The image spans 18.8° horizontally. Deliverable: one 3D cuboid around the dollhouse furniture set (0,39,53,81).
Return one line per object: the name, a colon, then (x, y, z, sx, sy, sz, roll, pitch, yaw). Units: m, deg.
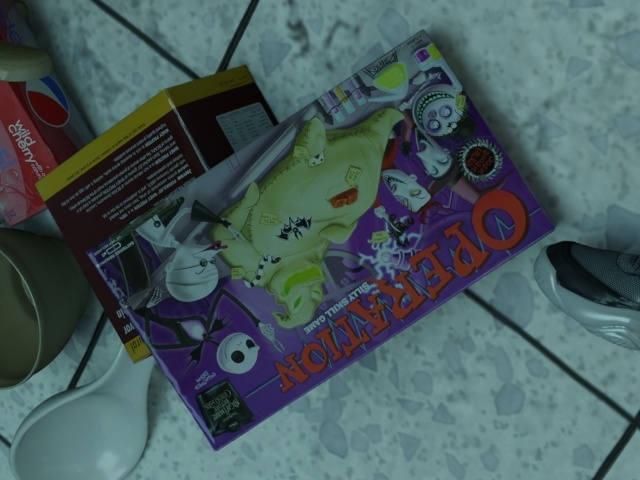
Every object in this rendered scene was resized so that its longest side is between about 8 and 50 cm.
dollhouse furniture set: (-0.227, -0.315, 1.601, 0.257, 0.394, 0.362, 14, 112, 29)

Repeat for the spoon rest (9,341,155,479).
spoon rest: (-0.218, 0.151, 1.912, 0.276, 0.137, 0.084, -66, 30, 24)

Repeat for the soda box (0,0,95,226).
soda box: (-0.317, -0.153, 1.868, 0.092, 0.083, 0.263, -25, 100, 28)

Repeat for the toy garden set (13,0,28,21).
toy garden set: (-0.377, -0.251, 1.929, 0.204, 0.049, 0.244, -6, 101, 34)

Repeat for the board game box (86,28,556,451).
board game box: (0.000, 0.000, 1.649, 0.347, 0.056, 0.208, -34, 91, 1)

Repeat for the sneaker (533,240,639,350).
sneaker: (0.309, 0.019, 1.540, 0.269, 0.101, 0.153, 23, 115, 19)

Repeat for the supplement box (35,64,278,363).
supplement box: (-0.121, -0.024, 1.784, 0.191, 0.129, 0.194, -32, 86, 35)

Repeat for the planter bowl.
planter bowl: (-0.302, 0.056, 1.936, 0.162, 0.109, 0.162, 14, 115, 33)

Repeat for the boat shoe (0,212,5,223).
boat shoe: (-0.443, -0.086, 1.954, 0.302, 0.109, 0.094, 13, 149, 17)
